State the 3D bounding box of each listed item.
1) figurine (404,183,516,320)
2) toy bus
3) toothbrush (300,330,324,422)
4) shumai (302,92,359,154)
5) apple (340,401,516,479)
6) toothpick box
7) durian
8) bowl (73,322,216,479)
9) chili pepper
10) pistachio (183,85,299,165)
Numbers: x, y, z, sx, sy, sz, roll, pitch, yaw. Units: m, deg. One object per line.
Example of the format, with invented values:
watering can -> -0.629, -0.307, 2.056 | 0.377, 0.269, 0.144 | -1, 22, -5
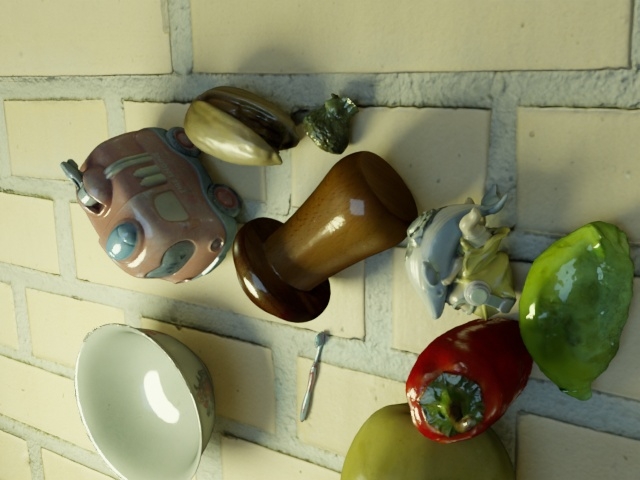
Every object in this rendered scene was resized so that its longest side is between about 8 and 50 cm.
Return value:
figurine -> 0.207, 0.021, 0.979 | 0.183, 0.128, 0.209 | 30, 104, -3
toy bus -> -0.306, -0.057, 1.236 | 0.197, 0.231, 0.294 | -41, 77, 33
toothbrush -> -0.017, 0.249, 1.251 | 0.013, 0.019, 0.193 | 23, 115, 26
shumai -> 0.026, -0.185, 1.085 | 0.083, 0.082, 0.080 | 43, 123, -10
apple -> 0.159, 0.367, 1.033 | 0.262, 0.262, 0.263 | 9, 106, 32
toothpick box -> 0.000, 0.000, 1.084 | 0.294, 0.192, 0.192 | -37, 80, 27
durian -> 0.335, 0.093, 0.928 | 0.139, 0.101, 0.250 | 22, 113, 27
bowl -> -0.314, 0.306, 1.375 | 0.345, 0.157, 0.346 | 9, 107, 32
chili pepper -> 0.178, 0.198, 0.914 | 0.131, 0.338, 0.135 | 21, 109, 25
pistachio -> -0.135, -0.185, 1.163 | 0.206, 0.131, 0.130 | 26, 71, 22
